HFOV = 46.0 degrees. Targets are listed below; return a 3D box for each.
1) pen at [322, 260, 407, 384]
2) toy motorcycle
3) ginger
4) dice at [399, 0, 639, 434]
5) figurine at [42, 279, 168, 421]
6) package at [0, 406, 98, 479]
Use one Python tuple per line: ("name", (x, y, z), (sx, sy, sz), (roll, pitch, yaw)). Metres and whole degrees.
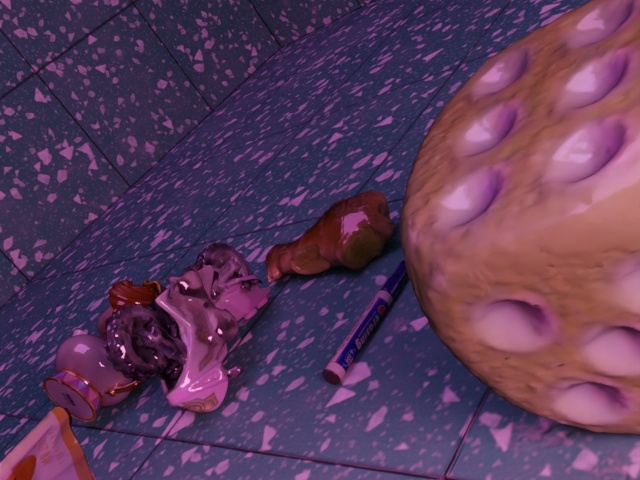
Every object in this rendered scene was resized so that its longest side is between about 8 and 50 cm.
("pen", (0.064, 0.098, 0.951), (0.025, 0.025, 0.204), (-11, 33, 48))
("toy motorcycle", (-0.169, 0.127, 1.089), (0.143, 0.188, 0.327), (-36, 4, 32))
("ginger", (0.000, 0.000, 1.181), (0.294, 0.086, 0.131), (-18, 50, 49))
("dice", (0.234, -0.019, 0.576), (0.254, 0.249, 0.252), (-25, 35, 42))
("figurine", (-0.332, 0.170, 1.258), (0.189, 0.142, 0.263), (16, 46, 24))
("package", (-0.222, 0.330, 0.662), (0.221, 0.165, 0.311), (-47, 31, -10))
